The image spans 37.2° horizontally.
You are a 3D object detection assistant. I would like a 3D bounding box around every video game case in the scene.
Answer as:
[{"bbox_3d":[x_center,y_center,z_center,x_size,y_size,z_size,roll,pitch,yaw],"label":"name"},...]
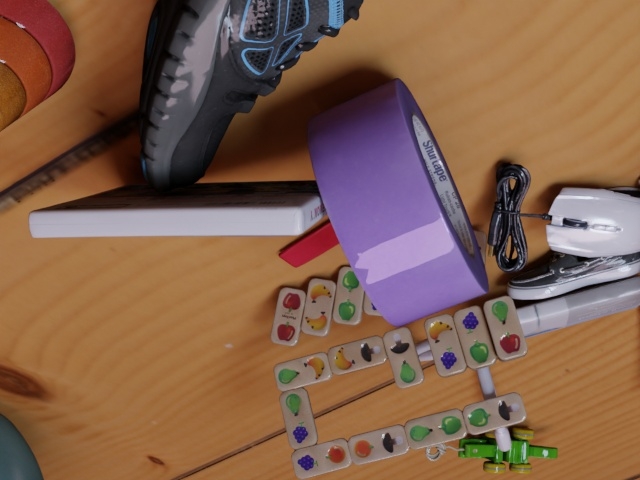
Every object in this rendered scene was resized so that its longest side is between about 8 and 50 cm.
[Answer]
[{"bbox_3d":[-0.093,-0.026,0.747,0.201,0.183,0.023,-1,99,12],"label":"video game case"}]

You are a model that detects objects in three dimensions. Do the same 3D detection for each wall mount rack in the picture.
[{"bbox_3d":[0.281,0.140,1.056,0.350,0.130,0.304,-16,163,8],"label":"wall mount rack"}]

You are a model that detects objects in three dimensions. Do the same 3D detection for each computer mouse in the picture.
[{"bbox_3d":[0.254,-0.019,0.913,0.193,0.042,0.106,0,106,-16],"label":"computer mouse"}]

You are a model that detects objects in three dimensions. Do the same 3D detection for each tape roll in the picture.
[{"bbox_3d":[0.065,-0.031,0.777,0.080,0.189,0.189,-23,136,13],"label":"tape roll"}]

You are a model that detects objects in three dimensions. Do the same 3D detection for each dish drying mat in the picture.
[{"bbox_3d":[0.000,0.000,0.932,0.083,0.008,0.032,-32,134,22],"label":"dish drying mat"}]

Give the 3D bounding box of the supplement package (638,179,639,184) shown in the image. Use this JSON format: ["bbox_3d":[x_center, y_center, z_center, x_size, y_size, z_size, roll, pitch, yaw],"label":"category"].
[{"bbox_3d":[0.474,-0.047,0.868,0.262,0.145,0.204,13,133,-22],"label":"supplement package"}]

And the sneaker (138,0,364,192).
[{"bbox_3d":[-0.041,-0.156,0.668,0.139,0.125,0.341,9,135,-22],"label":"sneaker"}]

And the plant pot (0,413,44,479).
[{"bbox_3d":[-0.428,0.314,1.025,0.293,0.235,0.293,-6,138,-5],"label":"plant pot"}]

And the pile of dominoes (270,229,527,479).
[{"bbox_3d":[0.069,0.107,0.927,0.251,0.196,0.040,-17,166,8],"label":"pile of dominoes"}]

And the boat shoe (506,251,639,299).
[{"bbox_3d":[0.261,0.026,0.989,0.142,0.049,0.040,-14,104,7],"label":"boat shoe"}]

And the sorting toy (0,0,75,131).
[{"bbox_3d":[-0.284,-0.181,0.586,0.127,0.126,0.365,-11,139,14],"label":"sorting toy"}]

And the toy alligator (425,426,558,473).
[{"bbox_3d":[0.216,0.271,1.240,0.189,0.056,0.051,5,176,-16],"label":"toy alligator"}]
